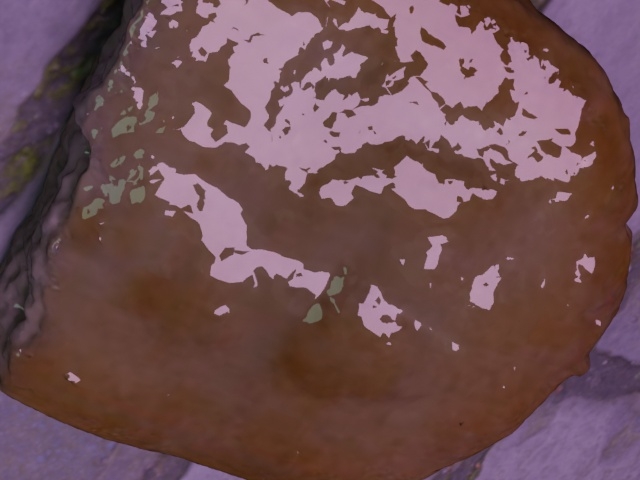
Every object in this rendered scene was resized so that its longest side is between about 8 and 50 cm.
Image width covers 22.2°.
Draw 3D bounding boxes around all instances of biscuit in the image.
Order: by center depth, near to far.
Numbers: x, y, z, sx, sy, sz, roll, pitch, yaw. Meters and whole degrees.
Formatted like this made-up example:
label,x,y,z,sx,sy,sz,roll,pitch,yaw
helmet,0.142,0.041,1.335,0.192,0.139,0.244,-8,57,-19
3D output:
label,x,y,z,sx,sy,sz,roll,pitch,yaw
biscuit,0.000,0.000,1.122,0.446,0.104,0.429,28,109,-18
